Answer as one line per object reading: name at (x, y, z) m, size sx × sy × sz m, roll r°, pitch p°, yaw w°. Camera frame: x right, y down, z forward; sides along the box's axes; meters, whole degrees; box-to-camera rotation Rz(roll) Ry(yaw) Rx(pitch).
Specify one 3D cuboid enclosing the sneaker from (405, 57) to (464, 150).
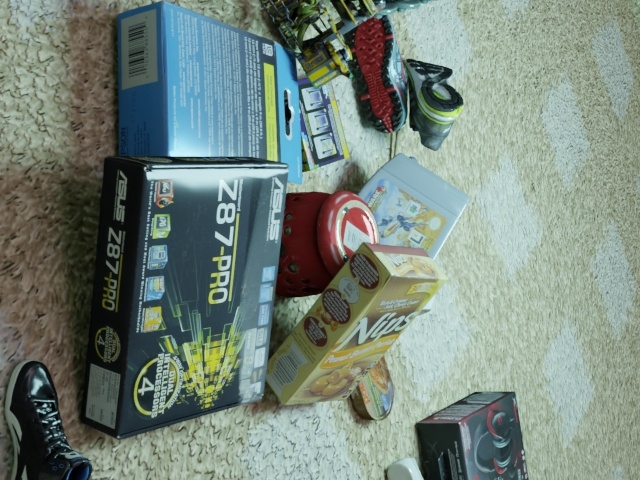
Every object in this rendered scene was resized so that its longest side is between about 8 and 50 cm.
sneaker at (0.224, -0.298, 2.183) m, size 0.300 × 0.111 × 0.121 m, roll -90°, pitch -165°, yaw -59°

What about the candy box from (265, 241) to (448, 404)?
candy box at (0.058, 0.147, 1.775) m, size 0.183 × 0.316 × 0.087 m, roll 6°, pitch 39°, yaw -52°

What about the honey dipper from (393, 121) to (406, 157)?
honey dipper at (0.165, -0.211, 2.194) m, size 0.030 × 0.030 × 0.161 m, roll 21°, pitch 70°, yaw -49°

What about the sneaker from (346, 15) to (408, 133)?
sneaker at (0.125, -0.355, 2.135) m, size 0.125 × 0.104 × 0.262 m, roll -25°, pitch 108°, yaw -69°

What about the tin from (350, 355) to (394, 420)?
tin at (0.090, 0.263, 2.004) m, size 0.106 × 0.040 × 0.190 m, roll -34°, pitch 110°, yaw -54°

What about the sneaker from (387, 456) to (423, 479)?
sneaker at (0.196, 0.541, 2.065) m, size 0.094 × 0.080 × 0.212 m, roll -7°, pitch 88°, yaw -64°

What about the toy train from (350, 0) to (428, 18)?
toy train at (0.129, -0.550, 2.083) m, size 0.334 × 0.190 × 0.142 m, roll -28°, pitch 135°, yaw -46°

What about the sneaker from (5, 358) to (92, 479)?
sneaker at (-0.352, 0.265, 1.361) m, size 0.079 × 0.121 × 0.217 m, roll 7°, pitch 78°, yaw -53°

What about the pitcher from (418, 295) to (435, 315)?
pitcher at (0.174, 0.053, 2.090) m, size 0.178 × 0.125 × 0.207 m, roll 11°, pitch 63°, yaw -58°

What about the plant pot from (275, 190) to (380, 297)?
plant pot at (0.000, 0.000, 1.826) m, size 0.191 × 0.174 × 0.191 m, roll 17°, pitch 68°, yaw -51°

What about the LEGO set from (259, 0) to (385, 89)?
LEGO set at (-0.005, -0.455, 1.818) m, size 0.331 × 0.192 × 0.255 m, roll 56°, pitch 10°, yaw -17°

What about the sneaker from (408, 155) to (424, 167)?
sneaker at (0.222, -0.130, 2.235) m, size 0.135 × 0.052 × 0.058 m, roll 55°, pitch 41°, yaw -31°

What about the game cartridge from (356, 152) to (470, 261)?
game cartridge at (0.143, -0.021, 1.994) m, size 0.198 × 0.062 × 0.297 m, roll 34°, pitch 68°, yaw -3°

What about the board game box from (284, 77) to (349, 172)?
board game box at (-0.018, -0.223, 1.942) m, size 0.141 × 0.048 × 0.170 m, roll -23°, pitch 101°, yaw -54°

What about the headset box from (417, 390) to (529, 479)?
headset box at (0.326, 0.466, 2.210) m, size 0.293 × 0.110 × 0.218 m, roll -11°, pitch 93°, yaw -53°

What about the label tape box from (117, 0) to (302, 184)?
label tape box at (-0.174, -0.224, 1.691) m, size 0.347 × 0.115 × 0.249 m, roll 7°, pitch 78°, yaw -56°

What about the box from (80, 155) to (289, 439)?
box at (-0.198, 0.071, 1.536) m, size 0.318 × 0.097 × 0.395 m, roll -5°, pitch 105°, yaw -55°
